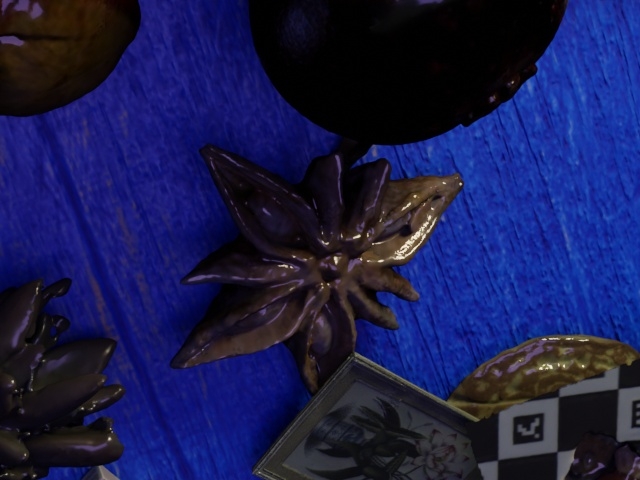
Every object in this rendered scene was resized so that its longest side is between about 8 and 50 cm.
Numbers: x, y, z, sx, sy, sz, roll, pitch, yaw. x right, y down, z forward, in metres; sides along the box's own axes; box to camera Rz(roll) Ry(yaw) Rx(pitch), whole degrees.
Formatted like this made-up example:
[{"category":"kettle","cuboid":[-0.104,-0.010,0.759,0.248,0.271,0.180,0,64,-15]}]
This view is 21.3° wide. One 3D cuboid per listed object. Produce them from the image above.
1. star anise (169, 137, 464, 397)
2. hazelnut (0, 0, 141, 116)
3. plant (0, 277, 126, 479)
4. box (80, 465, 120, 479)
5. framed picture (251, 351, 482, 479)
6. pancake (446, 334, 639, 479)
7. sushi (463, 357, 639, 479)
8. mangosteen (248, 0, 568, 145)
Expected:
[{"category":"star anise","cuboid":[-0.001,0.001,1.637,0.292,0.109,0.350,-9,119,-33]},{"category":"hazelnut","cuboid":[-0.269,-0.215,1.485,0.208,0.208,0.208,-3,105,-13]},{"category":"plant","cuboid":[-0.322,0.181,1.576,0.320,0.194,0.181,-39,122,3]},{"category":"box","cuboid":[-0.215,0.311,1.692,0.129,0.051,0.130,42,91,-20]},{"category":"framed picture","cuboid":[0.069,0.219,1.722,0.231,0.010,0.173,28,113,-27]},{"category":"pancake","cuboid":[0.243,0.211,1.792,0.250,0.031,0.250,-4,108,-13]},{"category":"sushi","cuboid":[0.330,0.257,1.788,0.320,0.069,0.339,-21,115,-5]},{"category":"mangosteen","cuboid":[0.057,-0.232,1.475,0.313,0.297,0.297,31,97,23]}]
